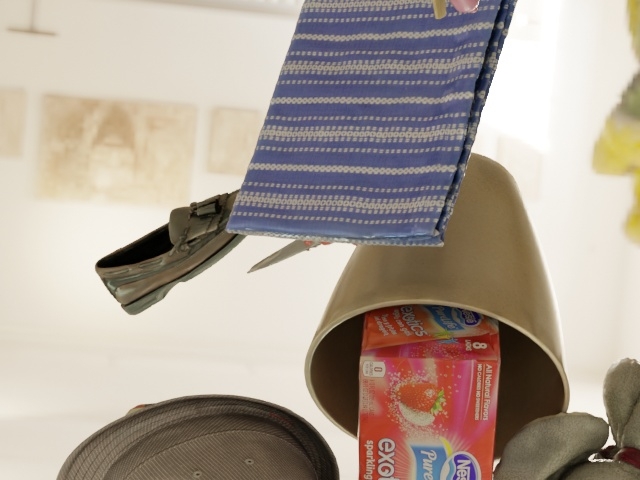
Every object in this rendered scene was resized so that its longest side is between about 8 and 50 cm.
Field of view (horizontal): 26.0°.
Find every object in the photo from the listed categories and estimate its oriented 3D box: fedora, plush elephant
[{"bbox_3d":[-0.100,0.269,1.272,0.275,0.244,0.124,-5,-159,-18],"label":"fedora"},{"bbox_3d":[0.331,0.250,1.374,0.272,0.255,0.330,49,173,27],"label":"plush elephant"}]

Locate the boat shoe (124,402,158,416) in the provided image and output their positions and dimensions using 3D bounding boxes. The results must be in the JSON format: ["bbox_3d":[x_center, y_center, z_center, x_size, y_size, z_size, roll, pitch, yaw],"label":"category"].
[{"bbox_3d":[-0.194,0.240,1.861,0.137,0.049,0.043,-1,177,4],"label":"boat shoe"}]

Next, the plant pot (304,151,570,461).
[{"bbox_3d":[0.132,0.046,1.424,0.256,0.256,0.274,6,-134,7],"label":"plant pot"}]

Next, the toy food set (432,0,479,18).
[{"bbox_3d":[0.105,-0.196,0.940,0.019,0.078,0.122,10,-148,42],"label":"toy food set"}]

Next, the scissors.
[{"bbox_3d":[0.000,0.000,1.671,0.021,0.109,0.297,10,141,-39],"label":"scissors"}]

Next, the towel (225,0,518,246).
[{"bbox_3d":[0.052,-0.155,1.298,0.243,0.336,0.040,4,157,36],"label":"towel"}]

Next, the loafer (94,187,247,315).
[{"bbox_3d":[-0.182,0.003,1.750,0.267,0.084,0.096,-35,-159,30],"label":"loafer"}]

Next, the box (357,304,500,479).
[{"bbox_3d":[0.100,0.187,1.313,0.128,0.257,0.122,2,-153,3],"label":"box"}]
